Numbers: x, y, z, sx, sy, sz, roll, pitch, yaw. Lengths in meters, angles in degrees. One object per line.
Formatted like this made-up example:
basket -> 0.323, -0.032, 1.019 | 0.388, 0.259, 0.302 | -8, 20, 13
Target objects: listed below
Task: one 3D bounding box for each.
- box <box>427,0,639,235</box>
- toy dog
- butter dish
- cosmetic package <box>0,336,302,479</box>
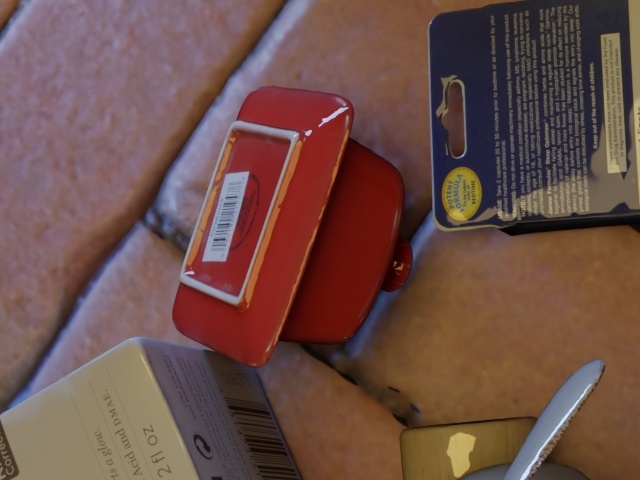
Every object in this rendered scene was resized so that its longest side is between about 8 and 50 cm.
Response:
box -> 0.173, -0.077, 1.086 | 0.225, 0.036, 0.136 | -5, 80, 21
toy dog -> 0.124, 0.165, 0.951 | 0.161, 0.333, 0.220 | -10, 104, 4
butter dish -> 0.000, 0.000, 1.111 | 0.160, 0.118, 0.160 | 17, 89, 64
cosmetic package -> -0.118, 0.168, 1.110 | 0.184, 0.151, 0.151 | -31, 71, 16
